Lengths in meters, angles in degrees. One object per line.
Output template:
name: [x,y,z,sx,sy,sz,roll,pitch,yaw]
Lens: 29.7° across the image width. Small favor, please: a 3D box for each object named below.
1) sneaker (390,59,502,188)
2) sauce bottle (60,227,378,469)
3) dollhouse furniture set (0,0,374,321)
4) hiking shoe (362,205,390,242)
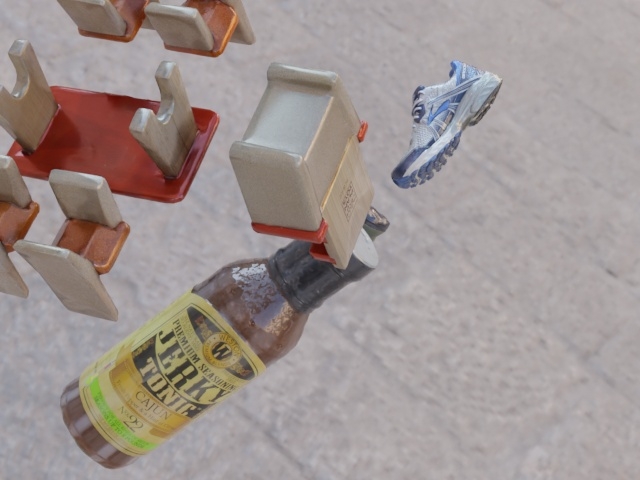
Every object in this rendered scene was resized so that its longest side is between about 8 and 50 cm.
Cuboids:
sneaker: [0.098,-0.103,1.053,0.058,0.052,0.135,37,72,12]
sauce bottle: [-0.099,0.091,1.158,0.111,0.344,0.111,44,20,-21]
dollhouse furniture set: [-0.103,-0.063,0.857,0.259,0.135,0.262,12,61,21]
hiking shoe: [0.000,0.000,1.345,0.086,0.114,0.227,40,-6,-5]
